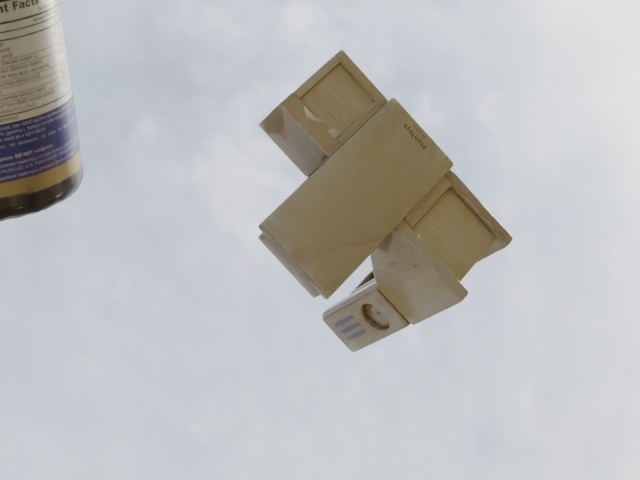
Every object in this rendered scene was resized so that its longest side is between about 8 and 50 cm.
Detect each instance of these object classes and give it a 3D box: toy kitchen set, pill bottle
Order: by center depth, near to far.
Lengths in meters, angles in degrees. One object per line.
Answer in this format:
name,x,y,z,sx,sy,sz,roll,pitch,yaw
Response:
toy kitchen set,0.000,0.000,0.380,0.083,0.075,0.068,48,-122,-5
pill bottle,-0.224,-0.130,0.726,0.122,0.123,0.219,-17,-64,-28
